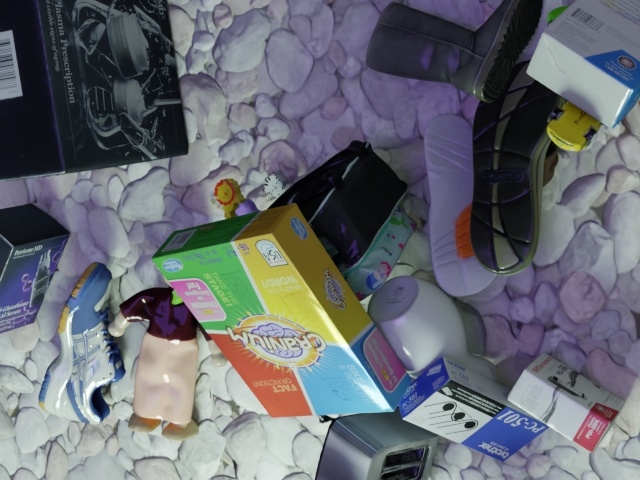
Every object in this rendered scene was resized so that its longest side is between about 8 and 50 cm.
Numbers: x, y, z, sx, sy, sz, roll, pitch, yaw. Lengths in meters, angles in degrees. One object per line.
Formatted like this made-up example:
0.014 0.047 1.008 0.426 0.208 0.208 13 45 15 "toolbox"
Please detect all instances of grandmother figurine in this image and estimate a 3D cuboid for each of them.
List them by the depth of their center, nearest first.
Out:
-0.250 0.153 1.811 0.207 0.104 0.343 11 103 -3 "grandmother figurine"

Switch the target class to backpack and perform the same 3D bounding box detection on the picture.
0.000 0.000 1.572 0.253 0.225 0.191 -28 108 36 "backpack"

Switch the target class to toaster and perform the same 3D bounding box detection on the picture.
0.078 0.342 1.610 0.110 0.185 0.168 28 111 45 "toaster"

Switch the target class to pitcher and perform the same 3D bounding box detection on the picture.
0.133 0.148 1.561 0.177 0.125 0.207 -9 135 36 "pitcher"

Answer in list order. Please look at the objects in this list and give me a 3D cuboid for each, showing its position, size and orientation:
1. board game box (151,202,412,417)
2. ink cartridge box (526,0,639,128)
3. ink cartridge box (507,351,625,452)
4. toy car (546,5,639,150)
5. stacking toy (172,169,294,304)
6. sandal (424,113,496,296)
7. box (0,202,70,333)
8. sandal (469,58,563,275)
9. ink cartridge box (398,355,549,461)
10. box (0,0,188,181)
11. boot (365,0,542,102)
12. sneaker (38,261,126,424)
-0.052 0.107 1.491 0.242 0.064 0.317 -12 121 42 "board game box"
0.383 -0.260 1.366 0.134 0.231 0.078 38 149 17 "ink cartridge box"
0.340 0.221 1.504 0.135 0.099 0.056 32 112 19 "ink cartridge box"
0.361 -0.212 1.413 0.053 0.239 0.225 101 150 -55 "toy car"
-0.140 -0.009 1.678 0.052 0.167 0.221 39 115 18 "stacking toy"
0.202 -0.048 1.550 0.101 0.076 0.265 -5 75 5 "sandal"
-0.559 0.053 1.917 0.108 0.153 0.207 35 114 18 "box"
0.269 -0.101 1.486 0.120 0.086 0.303 9 86 35 "sandal"
0.215 0.239 1.527 0.097 0.207 0.046 -44 36 26 "ink cartridge box"
-0.382 -0.278 1.675 0.178 0.312 0.343 -4 98 28 "box"
0.183 -0.295 1.516 0.208 0.076 0.190 28 86 40 "boot"
-0.389 0.182 1.895 0.131 0.112 0.297 20 110 5 "sneaker"
